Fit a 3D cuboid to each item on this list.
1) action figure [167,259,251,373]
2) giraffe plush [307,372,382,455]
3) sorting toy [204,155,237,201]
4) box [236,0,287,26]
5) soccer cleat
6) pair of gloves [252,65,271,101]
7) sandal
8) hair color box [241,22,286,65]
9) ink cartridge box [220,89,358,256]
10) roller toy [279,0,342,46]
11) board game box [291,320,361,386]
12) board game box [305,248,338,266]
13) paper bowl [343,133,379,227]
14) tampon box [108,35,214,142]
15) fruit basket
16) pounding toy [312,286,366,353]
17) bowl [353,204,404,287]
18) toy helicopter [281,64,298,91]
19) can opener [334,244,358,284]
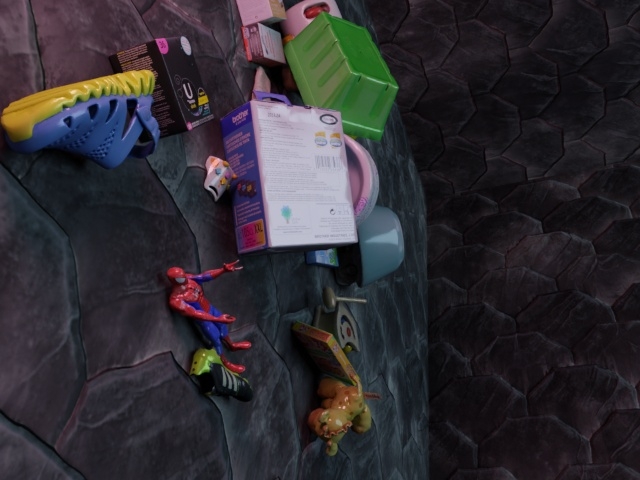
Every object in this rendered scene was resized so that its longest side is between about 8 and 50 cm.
[{"bbox_3d":[-0.182,0.140,1.109,0.091,0.139,0.280,-83,152,-44],"label":"action figure"},{"bbox_3d":[0.043,0.472,1.564,0.170,0.210,0.181,-36,91,-42],"label":"giraffe plush"},{"bbox_3d":[-0.223,-0.127,1.277,0.075,0.045,0.083,-65,145,-28],"label":"sorting toy"},{"bbox_3d":[-0.172,-0.682,1.607,0.130,0.091,0.170,-51,129,-66],"label":"box"},{"bbox_3d":[-0.193,0.275,1.133,0.179,0.060,0.072,56,40,-38],"label":"soccer cleat"},{"bbox_3d":[-0.127,-0.342,1.644,0.240,0.042,0.204,57,30,-48],"label":"pair of gloves"},{"bbox_3d":[-0.326,-0.169,0.868,0.317,0.126,0.138,-52,133,-64],"label":"sandal"},{"bbox_3d":[-0.156,-0.542,1.643,0.167,0.054,0.093,-30,110,-72],"label":"hair color box"},{"bbox_3d":[-0.074,-0.171,1.386,0.270,0.151,0.395,-3,84,-40],"label":"ink cartridge box"},{"bbox_3d":[-0.021,-0.659,1.850,0.209,0.191,0.146,-23,91,-57],"label":"roller toy"},{"bbox_3d":[0.020,0.318,1.616,0.039,0.124,0.259,-56,140,-23],"label":"board game box"},{"bbox_3d":[0.000,0.000,1.845,0.211,0.039,0.160,15,67,-69],"label":"board game box"},{"bbox_3d":[0.016,-0.148,1.584,0.148,0.285,0.284,3,78,-71],"label":"paper bowl"},{"bbox_3d":[-0.282,-0.275,1.065,0.120,0.102,0.160,-59,135,-64],"label":"tampon box"},{"bbox_3d":[0.036,-0.417,1.738,0.283,0.392,0.391,8,69,-33],"label":"fruit basket"},{"bbox_3d":[0.072,0.261,1.739,0.269,0.155,0.154,56,26,-51],"label":"pounding toy"},{"bbox_3d":[0.190,0.002,2.040,0.311,0.163,0.311,172,-90,-86],"label":"bowl"},{"bbox_3d":[-0.023,-0.491,1.950,0.355,0.140,0.234,-3,92,-60],"label":"toy helicopter"},{"bbox_3d":[0.070,0.017,2.027,0.095,0.076,0.283,147,-65,-75],"label":"can opener"}]
